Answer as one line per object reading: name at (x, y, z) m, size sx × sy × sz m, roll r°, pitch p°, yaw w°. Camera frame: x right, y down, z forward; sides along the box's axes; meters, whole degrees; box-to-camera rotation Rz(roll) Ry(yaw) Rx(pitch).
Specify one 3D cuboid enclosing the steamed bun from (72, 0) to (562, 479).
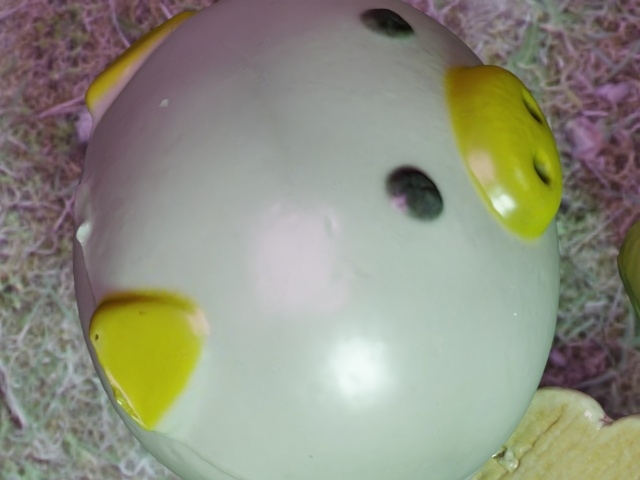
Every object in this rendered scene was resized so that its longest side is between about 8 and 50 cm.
steamed bun at (-0.003, 0.004, 1.295) m, size 0.334 × 0.334 × 0.374 m, roll -15°, pitch 52°, yaw 8°

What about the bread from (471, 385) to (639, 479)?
bread at (0.153, 0.198, 1.324) m, size 0.251 × 0.039 × 0.181 m, roll -32°, pitch 68°, yaw 29°

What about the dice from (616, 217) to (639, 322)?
dice at (0.338, 0.068, 1.256) m, size 0.227 × 0.233 × 0.238 m, roll -23°, pitch 72°, yaw 7°
